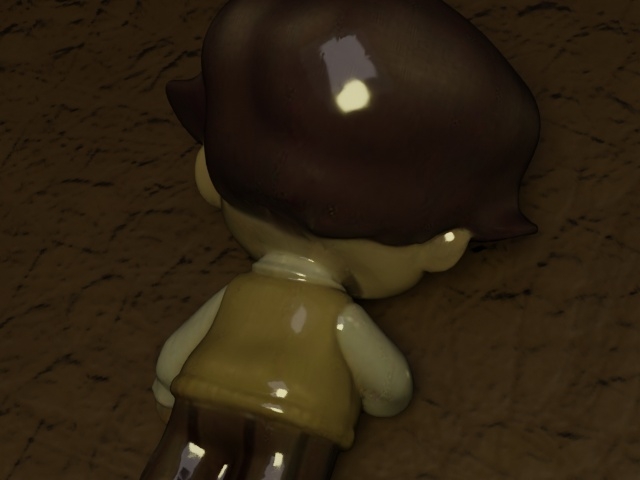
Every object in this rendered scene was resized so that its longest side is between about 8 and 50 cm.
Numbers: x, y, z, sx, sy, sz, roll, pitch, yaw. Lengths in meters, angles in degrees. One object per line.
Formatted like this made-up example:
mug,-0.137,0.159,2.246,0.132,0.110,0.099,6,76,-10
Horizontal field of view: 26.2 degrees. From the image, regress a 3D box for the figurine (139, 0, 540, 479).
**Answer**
figurine,0.011,0.010,0.849,0.218,0.206,0.364,11,89,38
